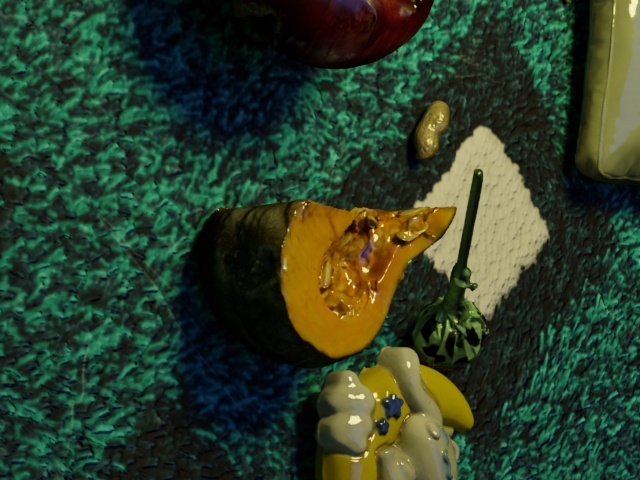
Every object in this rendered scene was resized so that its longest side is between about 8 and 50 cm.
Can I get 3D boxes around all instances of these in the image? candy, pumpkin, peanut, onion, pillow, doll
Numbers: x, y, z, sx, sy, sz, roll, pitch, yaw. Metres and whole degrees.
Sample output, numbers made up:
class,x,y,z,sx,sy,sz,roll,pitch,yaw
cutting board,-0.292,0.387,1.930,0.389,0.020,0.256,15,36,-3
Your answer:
class,x,y,z,sx,sy,sz,roll,pitch,yaw
candy,0.160,0.033,1.673,0.091,0.083,0.305,-30,144,-32
pumpkin,-0.001,0.000,1.578,0.190,0.139,0.280,55,53,-27
peanut,0.131,-0.131,1.774,0.037,0.037,0.083,37,63,-35
onion,-0.026,-0.275,1.547,0.272,0.195,0.272,22,37,-18
pillow,0.446,-0.231,2.009,0.255,0.119,0.322,5,89,-41
doll,0.095,0.244,1.673,0.237,0.111,0.252,-7,84,-44

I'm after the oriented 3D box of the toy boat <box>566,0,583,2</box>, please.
class,x,y,z,sx,sy,sz,roll,pitch,yaw
toy boat,0.391,-0.477,2.023,0.318,0.072,0.219,-36,115,-27
